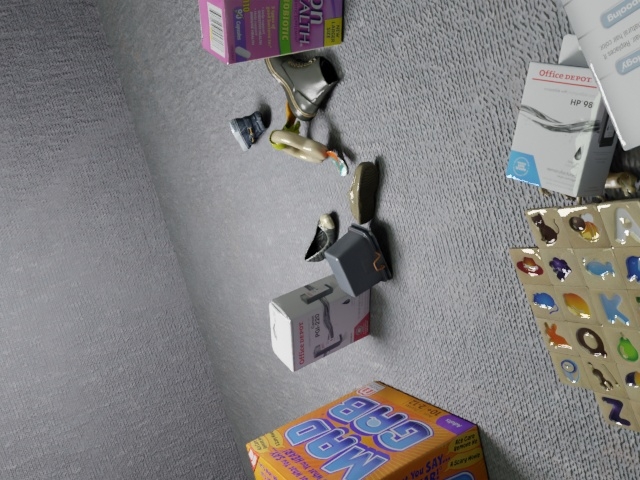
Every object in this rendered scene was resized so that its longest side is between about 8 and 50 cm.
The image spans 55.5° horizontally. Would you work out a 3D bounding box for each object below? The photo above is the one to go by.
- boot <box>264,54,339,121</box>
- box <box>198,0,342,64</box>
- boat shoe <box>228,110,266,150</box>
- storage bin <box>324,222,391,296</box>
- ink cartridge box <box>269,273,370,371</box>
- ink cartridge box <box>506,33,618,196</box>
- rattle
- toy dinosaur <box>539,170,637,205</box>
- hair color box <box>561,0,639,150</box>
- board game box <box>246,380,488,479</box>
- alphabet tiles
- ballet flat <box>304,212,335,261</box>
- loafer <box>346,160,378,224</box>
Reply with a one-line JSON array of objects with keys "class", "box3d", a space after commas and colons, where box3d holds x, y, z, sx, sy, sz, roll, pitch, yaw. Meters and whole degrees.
[{"class": "boot", "box3d": [-0.036, -0.367, 1.261, 0.197, 0.077, 0.137, 59, 144, 6]}, {"class": "box", "box3d": [-0.089, -0.452, 1.088, 0.117, 0.243, 0.213, 43, 142, 43]}, {"class": "boat shoe", "box3d": [-0.179, -0.285, 1.591, 0.183, 0.083, 0.065, 55, -166, -87]}, {"class": "storage bin", "box3d": [0.076, 0.049, 1.253, 0.098, 0.091, 0.135, 26, 147, 54]}, {"class": "ink cartridge box", "box3d": [0.001, 0.177, 1.377, 0.092, 0.218, 0.158, 40, 141, 46]}, {"class": "ink cartridge box", "box3d": [0.294, -0.151, 0.717, 0.104, 0.060, 0.180, 28, 117, 49]}, {"class": "rattle", "box3d": [-0.004, -0.232, 1.321, 0.200, 0.142, 0.130, 16, 156, 41]}, {"class": "toy dinosaur", "box3d": [0.326, -0.095, 0.780, 0.183, 0.053, 0.092, 49, 132, 38]}, {"class": "hair color box", "box3d": [0.320, -0.296, 0.562, 0.185, 0.114, 0.374, -27, 82, 64]}, {"class": "board game box", "box3d": [0.111, 0.565, 1.274, 0.356, 0.357, 0.356, 5, 111, 61]}, {"class": "alphabet tiles", "box3d": [0.385, 0.109, 0.775, 0.285, 0.011, 0.342, -4, 113, 63]}, {"class": "ballet flat", "box3d": [0.000, 0.000, 1.448, 0.057, 0.049, 0.173, 55, 150, 27]}, {"class": "loafer", "box3d": [0.079, -0.098, 1.222, 0.050, 0.056, 0.148, 40, 141, 36]}]
